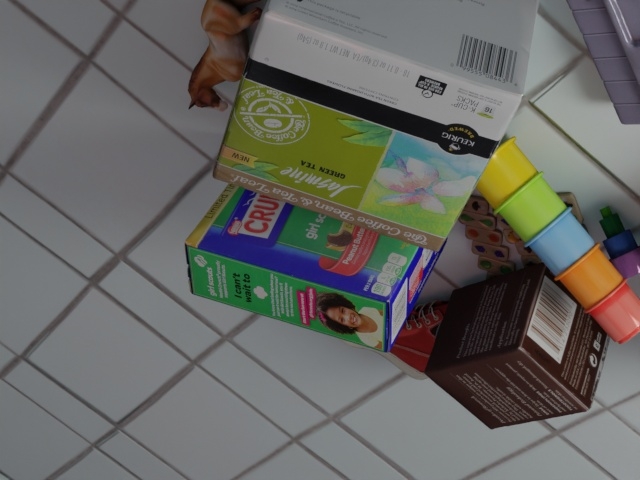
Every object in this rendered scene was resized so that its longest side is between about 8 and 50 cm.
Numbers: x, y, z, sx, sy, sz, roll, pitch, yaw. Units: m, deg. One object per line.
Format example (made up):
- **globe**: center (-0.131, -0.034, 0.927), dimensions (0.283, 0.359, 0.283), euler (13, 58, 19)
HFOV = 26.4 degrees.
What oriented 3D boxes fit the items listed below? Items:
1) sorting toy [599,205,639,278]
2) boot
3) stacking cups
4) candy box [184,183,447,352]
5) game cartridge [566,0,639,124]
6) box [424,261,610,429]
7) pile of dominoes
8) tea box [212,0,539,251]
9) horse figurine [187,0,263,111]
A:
- **sorting toy**: center (0.505, -0.058, 1.817), dimensions (0.365, 0.127, 0.126), euler (-29, 85, 48)
- **boot**: center (0.124, 0.118, 2.212), dimensions (0.244, 0.088, 0.176), euler (29, 140, -12)
- **stacking cups**: center (0.328, 0.008, 1.884), dimensions (0.316, 0.096, 0.096), euler (53, 139, 5)
- **candy box**: center (0.000, 0.000, 2.016), dimensions (0.317, 0.268, 0.122), euler (14, 134, 17)
- **game cartridge**: center (0.476, -0.230, 1.607), dimensions (0.355, 0.068, 0.230), euler (4, 131, 45)
- **box**: center (0.300, 0.162, 2.067), dimensions (0.167, 0.168, 0.203), euler (40, 144, -24)
- **pile of dominoes**: center (0.310, 0.026, 2.038), dimensions (0.196, 0.040, 0.251), euler (-2, 130, 32)
- **tea box**: center (0.067, -0.201, 1.770), dimensions (0.329, 0.220, 0.323), euler (18, 141, -3)
- **horse figurine**: center (-0.110, -0.287, 1.942), dimensions (0.174, 0.066, 0.263), euler (11, 139, 12)
